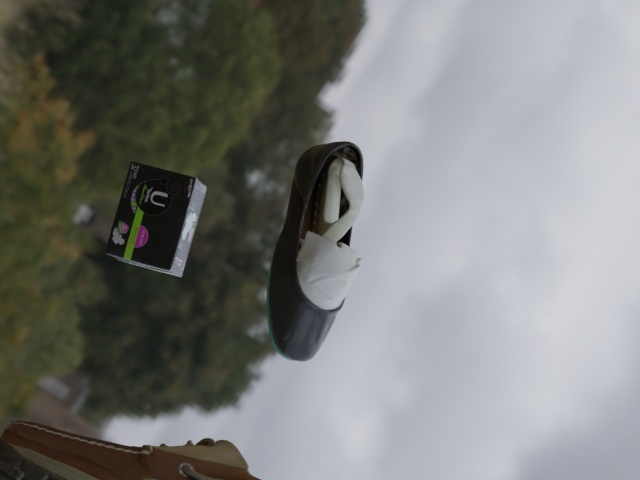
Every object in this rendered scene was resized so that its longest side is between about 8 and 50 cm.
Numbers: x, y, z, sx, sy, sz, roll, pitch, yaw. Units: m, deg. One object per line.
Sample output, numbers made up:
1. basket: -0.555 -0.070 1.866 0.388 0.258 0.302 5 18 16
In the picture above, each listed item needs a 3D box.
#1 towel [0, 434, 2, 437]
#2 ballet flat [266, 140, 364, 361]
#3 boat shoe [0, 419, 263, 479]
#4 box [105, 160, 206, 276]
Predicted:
1. towel: -0.355 0.367 2.008 0.374 0.090 0.320 -44 154 3
2. ballet flat: 0.000 0.000 2.194 0.096 0.095 0.280 -28 -135 44
3. boat shoe: -0.097 0.219 1.500 0.122 0.324 0.120 110 5 -48
4. box: -0.141 -0.018 1.656 0.052 0.062 0.083 48 57 -79
